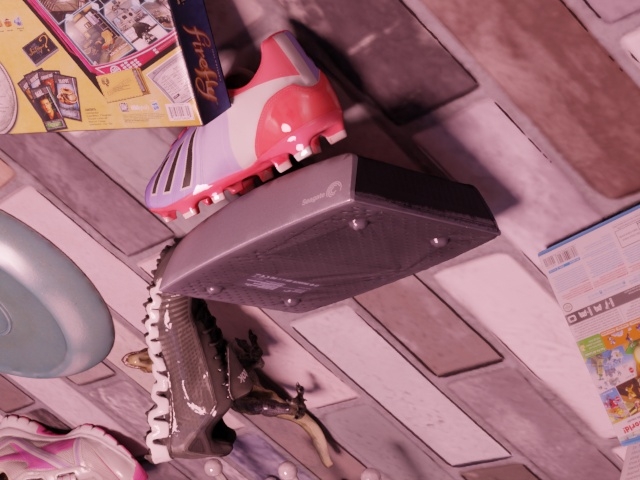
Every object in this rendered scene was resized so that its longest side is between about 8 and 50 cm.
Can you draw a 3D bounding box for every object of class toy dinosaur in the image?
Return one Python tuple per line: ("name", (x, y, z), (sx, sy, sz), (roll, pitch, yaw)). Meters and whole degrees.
("toy dinosaur", (-0.072, 0.158, 1.299), (0.268, 0.064, 0.118), (31, 148, -15))

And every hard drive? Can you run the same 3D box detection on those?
("hard drive", (0.000, 0.000, 0.996), (0.172, 0.054, 0.254), (11, 157, -37))

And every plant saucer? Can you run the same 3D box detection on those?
("plant saucer", (-0.383, 0.062, 1.379), (0.317, 0.044, 0.318), (17, 144, 13))

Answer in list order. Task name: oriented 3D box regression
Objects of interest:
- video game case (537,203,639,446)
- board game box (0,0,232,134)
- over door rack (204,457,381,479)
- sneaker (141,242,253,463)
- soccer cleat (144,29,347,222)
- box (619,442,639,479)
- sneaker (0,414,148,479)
("video game case", (0.242, 0.066, 0.937), (0.119, 0.015, 0.166), (-31, 79, 49))
("board game box", (-0.195, -0.165, 0.932), (0.243, 0.042, 0.165), (1, 117, 31))
("over door rack", (-0.059, 0.295, 1.309), (0.239, 0.108, 0.324), (-5, 178, 36))
("sneaker", (-0.116, 0.114, 1.206), (0.106, 0.078, 0.234), (5, 109, 7))
("soccer cleat", (-0.073, -0.085, 0.988), (0.248, 0.083, 0.095), (-22, 93, 52))
("box", (0.321, 0.176, 0.975), (0.130, 0.170, 0.091), (38, 142, -16))
("sneaker", (-0.336, 0.307, 1.597), (0.252, 0.111, 0.103), (0, 137, 31))
